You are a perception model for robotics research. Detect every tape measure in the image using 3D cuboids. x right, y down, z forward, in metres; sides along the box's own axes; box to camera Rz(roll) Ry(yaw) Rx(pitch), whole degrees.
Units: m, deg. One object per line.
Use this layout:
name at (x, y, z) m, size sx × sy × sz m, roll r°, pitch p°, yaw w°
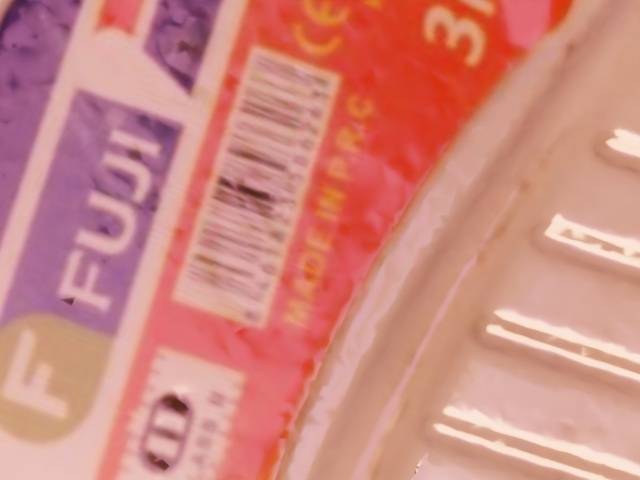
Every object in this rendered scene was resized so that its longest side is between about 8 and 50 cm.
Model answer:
tape measure at (0.000, 0.000, 0.504) m, size 0.265 × 0.130 × 0.258 m, roll 18°, pitch 80°, yaw -7°
